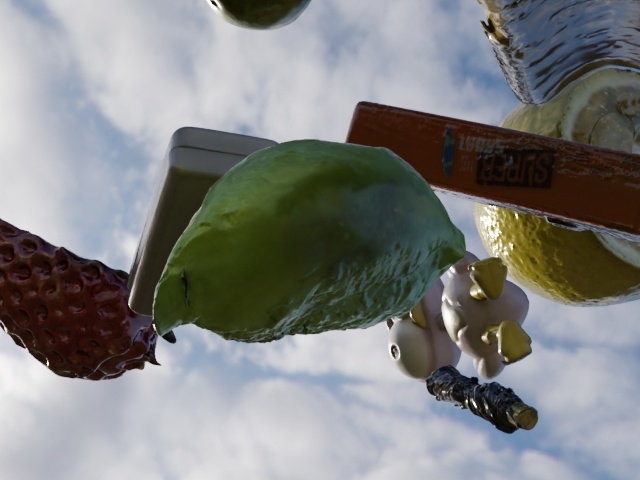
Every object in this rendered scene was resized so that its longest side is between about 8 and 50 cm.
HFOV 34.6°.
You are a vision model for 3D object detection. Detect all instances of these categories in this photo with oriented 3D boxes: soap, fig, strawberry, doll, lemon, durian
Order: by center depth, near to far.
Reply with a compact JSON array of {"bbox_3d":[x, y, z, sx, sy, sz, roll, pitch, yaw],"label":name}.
[{"bbox_3d":[0.150,-0.256,0.549,0.169,0.304,0.339,-6,-7,14],"label":"soap"},{"bbox_3d":[0.000,0.000,0.698,0.250,0.139,0.101,0,1,-44],"label":"durian"},{"bbox_3d":[-0.321,0.084,1.268,0.253,0.150,0.280,12,-16,48],"label":"strawberry"},{"bbox_3d":[0.160,0.096,1.276,0.365,0.094,0.160,-24,-97,69],"label":"doll"},{"bbox_3d":[-0.082,-0.350,1.368,0.167,0.167,0.233,16,-8,5],"label":"fig"},{"bbox_3d":[0.390,-0.063,1.552,0.364,0.364,0.364,11,-42,10],"label":"lemon"}]

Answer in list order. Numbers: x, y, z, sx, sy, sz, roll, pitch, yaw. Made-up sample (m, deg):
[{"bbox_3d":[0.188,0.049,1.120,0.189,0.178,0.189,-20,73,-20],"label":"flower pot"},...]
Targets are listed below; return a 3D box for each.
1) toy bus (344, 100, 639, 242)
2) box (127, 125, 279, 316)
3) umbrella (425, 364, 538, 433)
[{"bbox_3d":[0.193,-0.081,1.130,0.409,0.093,0.092,17,1,40],"label":"toy bus"},{"bbox_3d":[-0.111,-0.006,0.948,0.103,0.055,0.243,8,-35,-16],"label":"box"},{"bbox_3d":[0.144,0.141,0.913,0.144,0.040,0.037,14,-66,64],"label":"umbrella"}]
